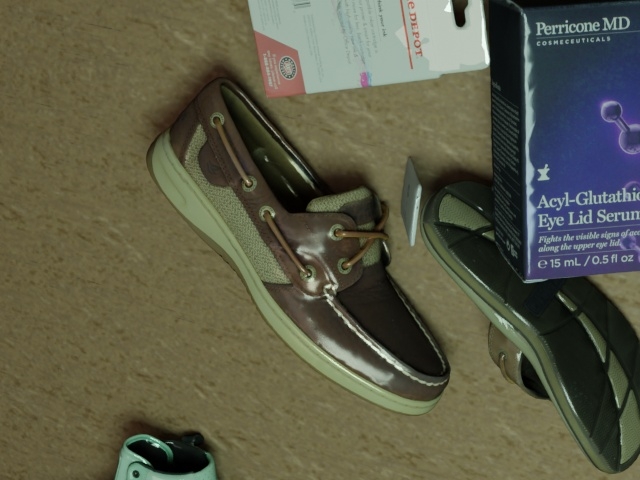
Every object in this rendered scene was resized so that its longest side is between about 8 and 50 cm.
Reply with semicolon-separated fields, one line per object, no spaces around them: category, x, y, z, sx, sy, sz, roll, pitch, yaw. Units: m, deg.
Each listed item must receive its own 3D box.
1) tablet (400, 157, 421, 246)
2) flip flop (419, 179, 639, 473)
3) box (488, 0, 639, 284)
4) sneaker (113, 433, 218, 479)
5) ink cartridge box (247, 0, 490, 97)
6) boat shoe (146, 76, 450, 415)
tablet;0.076;-0.034;1.048;0.006;0.083;0.054;4;110;-4
flip flop;0.175;0.073;1.036;0.277;0.112;0.080;49;144;-1
box;0.211;-0.085;0.930;0.153;0.108;0.207;-6;107;-3
sneaker;-0.213;0.256;1.251;0.256;0.094;0.151;0;113;12
ink cartridge box;0.045;-0.188;1.017;0.198;0.067;0.115;-3;107;25
boat shoe;0.000;0.000;1.071;0.342;0.123;0.123;48;119;9
